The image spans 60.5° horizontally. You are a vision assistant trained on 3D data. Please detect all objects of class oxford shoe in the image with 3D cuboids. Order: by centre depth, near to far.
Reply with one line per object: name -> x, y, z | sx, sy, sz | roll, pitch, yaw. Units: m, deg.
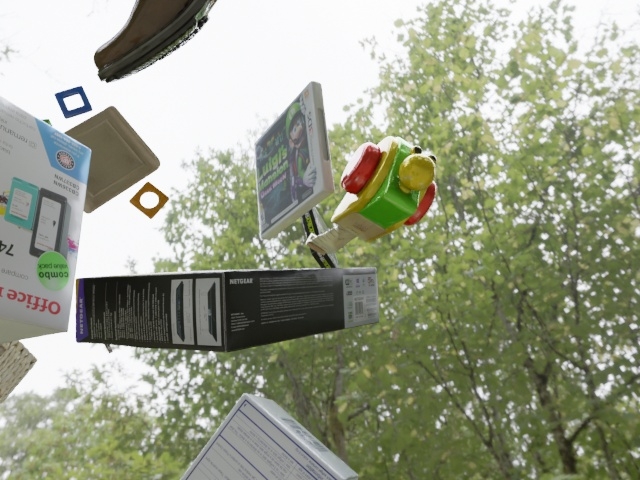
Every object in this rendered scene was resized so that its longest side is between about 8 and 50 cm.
oxford shoe -> -0.144, -0.244, 0.523 | 0.227, 0.083, 0.096 | -41, -73, 10

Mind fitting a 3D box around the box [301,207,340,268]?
box -> 0.000, 0.000, 1.563 | 0.045, 0.184, 0.191 | -19, -34, 9

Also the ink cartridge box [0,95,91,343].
ink cartridge box -> -0.447, -0.018, 0.692 | 0.197, 0.270, 0.198 | -12, -23, 22

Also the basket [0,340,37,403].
basket -> -0.623, 0.226, 1.003 | 0.167, 0.113, 0.103 | -7, -51, 33

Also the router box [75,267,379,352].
router box -> -0.102, 0.079, 0.696 | 0.242, 0.081, 0.308 | -5, -5, 33

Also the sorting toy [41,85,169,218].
sorting toy -> -0.480, -0.174, 1.203 | 0.196, 0.047, 0.348 | -40, -93, -19

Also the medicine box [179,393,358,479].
medicine box -> -0.119, 0.504, 1.085 | 0.289, 0.263, 0.149 | -53, -25, -8

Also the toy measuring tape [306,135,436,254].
toy measuring tape -> 0.066, -0.060, 0.754 | 0.121, 0.122, 0.330 | 14, -16, -17

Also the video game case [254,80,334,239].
video game case -> -0.047, -0.113, 0.819 | 0.022, 0.173, 0.190 | 7, -24, -32

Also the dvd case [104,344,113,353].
dvd case -> -0.582, 0.231, 1.442 | 0.013, 0.087, 0.120 | -28, -56, -19
